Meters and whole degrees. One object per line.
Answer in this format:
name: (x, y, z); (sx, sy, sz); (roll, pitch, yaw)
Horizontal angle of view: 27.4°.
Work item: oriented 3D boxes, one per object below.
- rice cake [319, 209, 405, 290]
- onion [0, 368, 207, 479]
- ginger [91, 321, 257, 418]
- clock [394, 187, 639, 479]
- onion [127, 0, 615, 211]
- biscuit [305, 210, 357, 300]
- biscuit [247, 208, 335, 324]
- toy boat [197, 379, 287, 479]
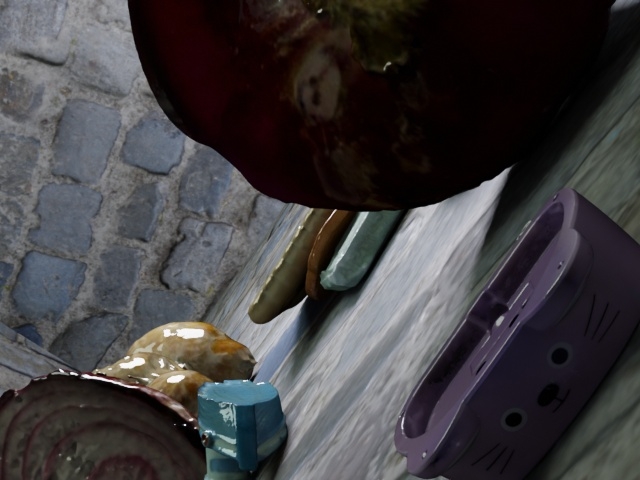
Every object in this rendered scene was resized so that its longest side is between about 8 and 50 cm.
rice cake: (0.073, -0.041, 1.451); (0.226, 0.040, 0.085); (-59, 5, -8)
onion: (-0.246, 0.258, 1.523); (0.314, 0.280, 0.146); (-54, -8, 29)
ginger: (-0.208, 0.215, 1.806); (0.256, 0.176, 0.375); (-21, 11, 14)
clock: (0.097, 0.055, 0.618); (0.153, 0.050, 0.110); (-57, 5, 13)
onion: (0.075, -0.230, 1.078); (0.398, 0.398, 0.420); (-55, -16, 28)
biscuit: (0.015, 0.011, 1.503); (0.102, 0.019, 0.130); (-41, -28, -45)
biscuit: (0.000, 0.000, 1.652); (0.217, 0.044, 0.325); (-60, -5, 6)
toy boat: (-0.078, 0.200, 1.317); (0.215, 0.088, 0.102); (-172, 81, -83)
